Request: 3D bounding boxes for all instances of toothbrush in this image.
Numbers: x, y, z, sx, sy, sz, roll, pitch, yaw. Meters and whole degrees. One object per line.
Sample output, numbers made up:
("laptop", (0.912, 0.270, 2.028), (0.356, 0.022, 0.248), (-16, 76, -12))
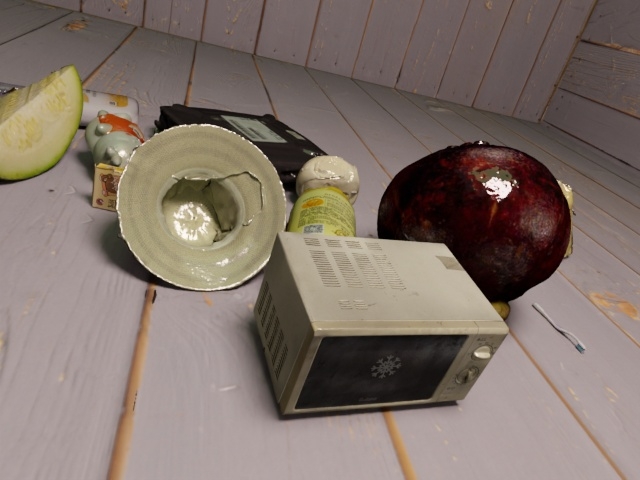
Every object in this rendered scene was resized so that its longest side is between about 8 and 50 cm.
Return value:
("toothbrush", (0.408, 0.146, 0.866), (0.011, 0.013, 0.131), (15, 23, -25))

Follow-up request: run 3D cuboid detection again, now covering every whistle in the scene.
("whistle", (-0.381, -0.177, 0.945), (0.106, 0.101, 0.253), (-9, 39, -28))

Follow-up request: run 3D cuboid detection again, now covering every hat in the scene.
("hat", (-0.185, -0.040, 0.767), (0.252, 0.252, 0.110), (4, -13, -23))

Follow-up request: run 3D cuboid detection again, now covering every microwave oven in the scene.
("microwave oven", (0.059, 0.093, 0.611), (0.241, 0.145, 0.194), (4, 33, -24))

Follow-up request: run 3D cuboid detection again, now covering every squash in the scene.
("squash", (-0.499, -0.200, 0.901), (0.203, 0.111, 0.288), (-30, 38, -11))

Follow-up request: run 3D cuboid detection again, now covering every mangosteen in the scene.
("mangosteen", (0.240, -0.009, 0.806), (0.297, 0.293, 0.297), (-16, -1, 0))

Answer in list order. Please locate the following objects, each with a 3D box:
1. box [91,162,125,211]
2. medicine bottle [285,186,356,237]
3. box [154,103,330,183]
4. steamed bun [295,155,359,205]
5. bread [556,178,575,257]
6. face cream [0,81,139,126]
("box", (-0.299, -0.075, 0.826), (0.149, 0.073, 0.020), (12, 25, -7))
("medicine bottle", (0.000, 0.000, 0.802), (0.124, 0.124, 0.239), (14, 25, -5))
("box", (-0.170, -0.221, 1.161), (0.350, 0.091, 0.359), (-6, 33, -37))
("steamed bun", (0.013, -0.120, 1.044), (0.130, 0.112, 0.090), (2, 48, -7))
("bread", (0.494, -0.086, 1.184), (0.135, 0.178, 0.240), (-6, 32, -36))
("face cream", (-0.560, -0.302, 1.120), (0.291, 0.071, 0.144), (4, 29, -23))
